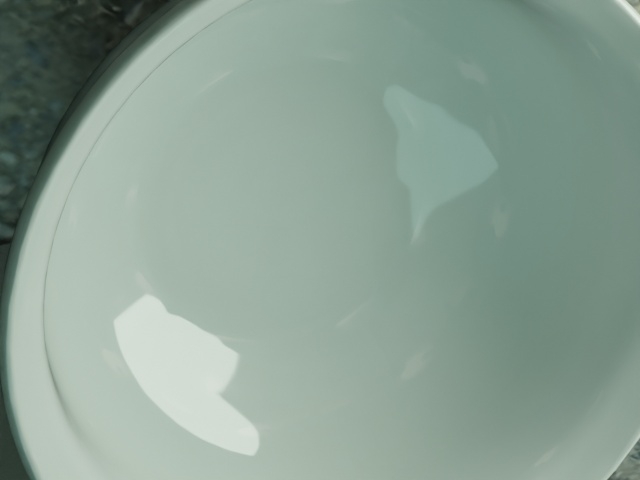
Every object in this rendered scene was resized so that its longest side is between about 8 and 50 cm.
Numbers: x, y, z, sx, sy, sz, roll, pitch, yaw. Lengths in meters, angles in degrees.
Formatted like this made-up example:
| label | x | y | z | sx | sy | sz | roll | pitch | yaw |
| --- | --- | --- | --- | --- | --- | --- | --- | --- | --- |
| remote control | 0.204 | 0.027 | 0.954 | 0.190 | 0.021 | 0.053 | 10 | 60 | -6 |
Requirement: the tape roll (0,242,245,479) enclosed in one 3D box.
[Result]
| label | x | y | z | sx | sy | sz | roll | pitch | yaw |
| --- | --- | --- | --- | --- | --- | --- | --- | --- | --- |
| tape roll | -0.115 | 0.137 | 0.929 | 0.246 | 0.169 | 0.246 | -3 | 138 | -3 |

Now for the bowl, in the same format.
| label | x | y | z | sx | sy | sz | roll | pitch | yaw |
| --- | --- | --- | --- | --- | --- | --- | --- | --- | --- |
| bowl | 0.000 | 0.000 | 0.778 | 0.298 | 0.134 | 0.297 | -9 | 115 | -20 |
